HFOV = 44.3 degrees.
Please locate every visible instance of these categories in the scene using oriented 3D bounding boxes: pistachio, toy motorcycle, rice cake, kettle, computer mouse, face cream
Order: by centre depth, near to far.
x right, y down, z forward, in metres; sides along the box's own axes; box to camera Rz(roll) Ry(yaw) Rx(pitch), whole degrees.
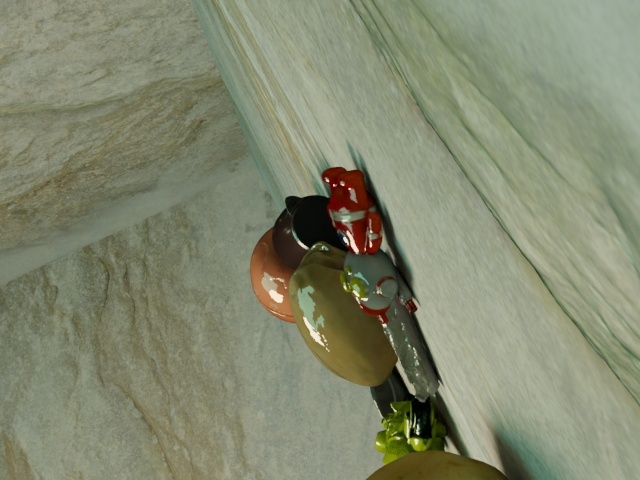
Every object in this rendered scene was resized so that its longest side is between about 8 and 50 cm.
[{"bbox_3d":[0.121,0.074,1.175,0.040,0.021,0.083,75,169,-51],"label":"face cream"},{"bbox_3d":[0.130,0.142,1.266,0.055,0.049,0.269,-70,-42,-65],"label":"rice cake"},{"bbox_3d":[0.051,0.142,1.389,0.293,0.182,0.162,58,-153,-26],"label":"pistachio"},{"bbox_3d":[0.000,0.000,1.511,0.202,0.144,0.232,46,172,-1],"label":"kettle"},{"bbox_3d":[0.184,0.397,1.525,0.342,0.142,0.206,85,-162,-79],"label":"toy motorcycle"},{"bbox_3d":[0.166,0.351,1.926,0.126,0.071,0.231,48,-158,-57],"label":"computer mouse"}]

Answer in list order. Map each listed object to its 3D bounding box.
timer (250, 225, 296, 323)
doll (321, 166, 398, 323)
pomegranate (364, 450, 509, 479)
[{"bbox_3d":[-0.042,0.068,1.754,0.215,0.230,0.229,89,157,-56],"label":"timer"},{"bbox_3d":[0.060,0.013,1.137,0.142,0.076,0.245,26,133,64],"label":"doll"},{"bbox_3d":[0.156,0.438,1.006,0.342,0.343,0.342,155,90,-86],"label":"pomegranate"}]
